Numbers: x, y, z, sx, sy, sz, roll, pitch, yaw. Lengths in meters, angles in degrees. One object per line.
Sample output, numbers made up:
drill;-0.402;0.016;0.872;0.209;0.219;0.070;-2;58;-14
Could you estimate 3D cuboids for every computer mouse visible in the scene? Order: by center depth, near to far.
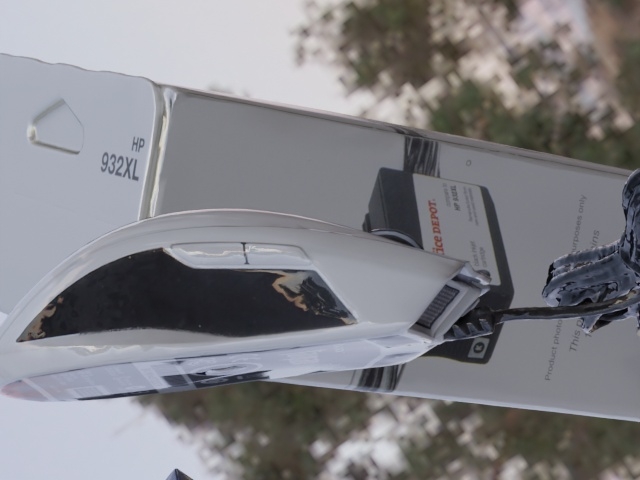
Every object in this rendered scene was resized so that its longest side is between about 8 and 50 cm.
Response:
computer mouse;0.006;0.009;0.503;0.106;0.193;0.042;87;177;-79

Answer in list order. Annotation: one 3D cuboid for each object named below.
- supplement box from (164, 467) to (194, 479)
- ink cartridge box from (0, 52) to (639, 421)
supplement box;-0.071;0.189;1.094;0.083;0.083;0.056;37;-173;-16
ink cartridge box;0.000;0.000;0.992;0.307;0.129;0.223;9;-177;-31
